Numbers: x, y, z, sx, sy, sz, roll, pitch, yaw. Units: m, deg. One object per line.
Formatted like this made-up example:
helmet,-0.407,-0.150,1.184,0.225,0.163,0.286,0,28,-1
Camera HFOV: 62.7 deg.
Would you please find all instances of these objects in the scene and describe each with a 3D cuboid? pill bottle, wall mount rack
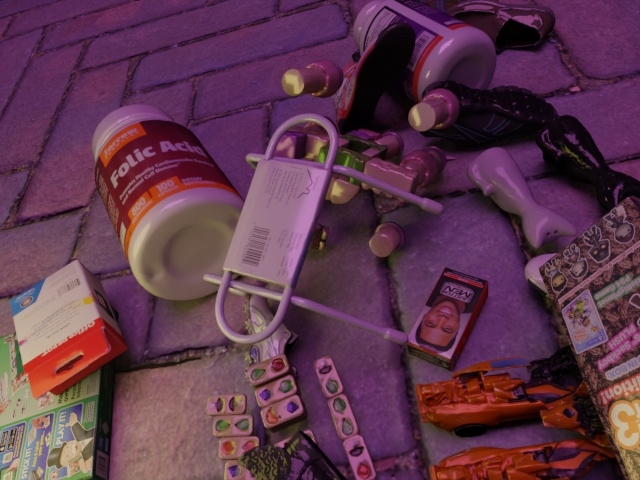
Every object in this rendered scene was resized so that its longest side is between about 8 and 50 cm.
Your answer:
pill bottle,0.205,-0.404,1.121,0.181,0.182,0.323,-31,48,-8
pill bottle,-0.294,-0.092,0.995,0.224,0.224,0.392,-33,49,-10
wall mount rack,0.000,0.000,0.772,0.303,0.130,0.350,13,77,23

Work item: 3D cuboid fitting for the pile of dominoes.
pile of dominoes,-0.041,0.279,0.688,0.195,0.040,0.251,-23,59,-1

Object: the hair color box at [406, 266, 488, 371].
hair color box,0.190,0.114,0.780,0.071,0.043,0.141,18,59,29

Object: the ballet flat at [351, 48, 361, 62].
ballet flat,0.147,-0.484,1.310,0.173,0.049,0.057,-41,8,-18

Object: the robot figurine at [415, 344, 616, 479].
robot figurine,0.270,0.226,0.631,0.290,0.085,0.211,-12,49,9

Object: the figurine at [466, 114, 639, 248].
figurine,0.380,-0.087,0.850,0.214,0.092,0.210,-24,46,-1

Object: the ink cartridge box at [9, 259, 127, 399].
ink cartridge box,-0.412,0.153,0.865,0.134,0.078,0.231,-33,49,-10

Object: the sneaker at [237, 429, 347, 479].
sneaker,-0.019,0.305,0.642,0.089,0.051,0.170,-44,64,-8

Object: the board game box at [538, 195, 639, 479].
board game box,0.409,0.128,0.554,0.231,0.141,0.291,15,46,-21

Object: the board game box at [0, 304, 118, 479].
board game box,-0.449,0.267,0.865,0.213,0.046,0.318,-19,48,3

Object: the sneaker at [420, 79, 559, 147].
sneaker,0.315,-0.234,1.002,0.267,0.106,0.101,8,49,-2

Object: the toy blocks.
toy blocks,0.081,-0.149,0.959,0.288,0.309,0.260,21,26,18

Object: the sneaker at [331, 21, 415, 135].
sneaker,0.093,-0.344,1.065,0.090,0.270,0.145,6,47,-19

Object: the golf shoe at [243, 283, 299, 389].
golf shoe,-0.076,0.147,0.834,0.085,0.069,0.176,-10,58,2

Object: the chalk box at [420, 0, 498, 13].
chalk box,0.317,-0.633,1.312,0.213,0.132,0.132,29,66,36

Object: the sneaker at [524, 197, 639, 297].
sneaker,0.405,0.000,0.712,0.234,0.153,0.094,0,40,12

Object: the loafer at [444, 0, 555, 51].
loafer,0.390,-0.482,1.182,0.251,0.094,0.087,8,50,24
